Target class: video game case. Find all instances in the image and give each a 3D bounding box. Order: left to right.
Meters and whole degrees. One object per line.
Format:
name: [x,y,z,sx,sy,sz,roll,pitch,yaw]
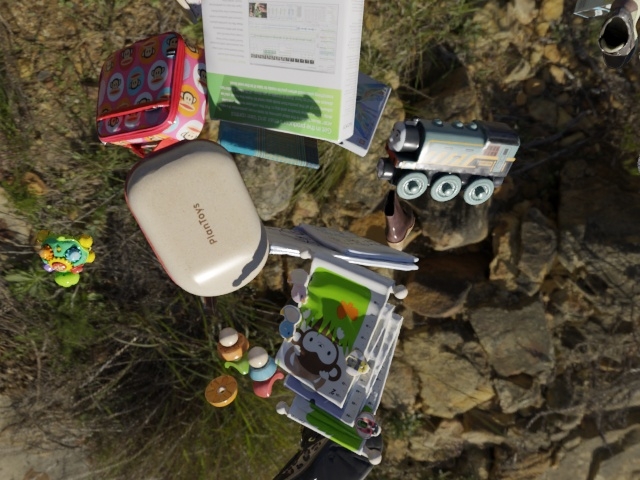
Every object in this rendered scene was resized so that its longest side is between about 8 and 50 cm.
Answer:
video game case: [0.054,-0.452,1.394,0.036,0.300,0.328,123,-9,-57]

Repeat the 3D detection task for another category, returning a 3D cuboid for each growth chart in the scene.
growth chart: [0.016,0.136,0.546,0.021,0.172,0.237,2,99,-65]

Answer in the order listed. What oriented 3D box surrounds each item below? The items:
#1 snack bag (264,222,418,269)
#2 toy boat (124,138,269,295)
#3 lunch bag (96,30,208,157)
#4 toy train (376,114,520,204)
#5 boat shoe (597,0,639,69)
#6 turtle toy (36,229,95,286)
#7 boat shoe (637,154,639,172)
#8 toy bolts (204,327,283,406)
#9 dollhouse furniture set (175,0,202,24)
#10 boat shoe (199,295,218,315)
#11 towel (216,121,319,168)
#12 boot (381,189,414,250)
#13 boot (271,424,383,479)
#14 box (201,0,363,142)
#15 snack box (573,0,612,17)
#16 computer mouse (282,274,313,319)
snack bag: [0.000,0.000,0.998,0.343,0.323,0.037,8,98,-22]
toy boat: [-0.176,-0.035,0.637,0.151,0.151,0.230,-26,116,-11]
lunch bag: [-0.388,-0.312,0.990,0.120,0.293,0.257,10,82,-57]
toy train: [0.304,-0.200,1.040,0.142,0.334,0.190,-103,-160,-50]
boat shoe: [0.461,-0.317,0.679,0.049,0.056,0.152,-55,143,-1]
turtle toy: [-0.498,0.037,0.846,0.130,0.095,0.066,112,-21,-46]
boat shoe: [0.732,-0.188,0.853,0.229,0.076,0.080,-25,88,-14]
toy bolts: [-0.248,0.385,1.319,0.218,0.229,0.158,-54,141,-44]
dollhouse furniture set: [-0.267,-0.542,0.924,0.303,0.174,0.355,-45,155,1]
boat shoe: [-0.359,0.103,1.508,0.122,0.120,0.323,97,-11,-52]
towel: [-0.187,-0.391,1.592,0.371,0.040,0.271,10,51,-18]
boot: [0.272,-0.103,1.515,0.206,0.090,0.248,71,27,-46]
boot: [-0.023,0.520,0.994,0.377,0.138,0.284,-47,176,-4]
box: [-0.056,-0.311,0.584,0.058,0.233,0.321,-39,139,-53]
snack box: [0.817,-0.703,1.110,0.060,0.322,0.186,7,107,-14]
computer mouse: [-0.052,0.224,1.693,0.272,0.189,0.072,-48,161,-49]
